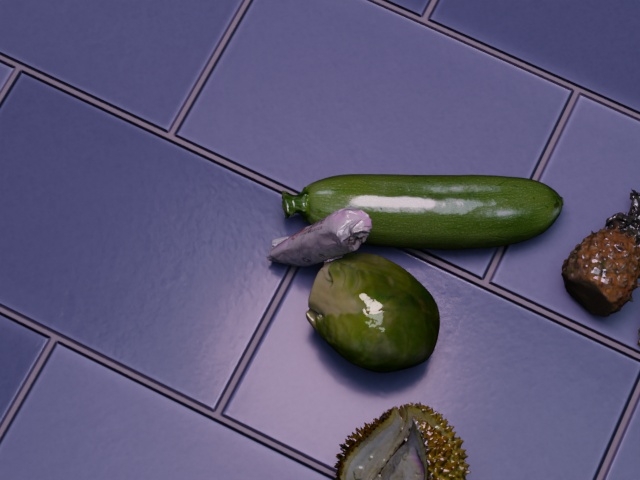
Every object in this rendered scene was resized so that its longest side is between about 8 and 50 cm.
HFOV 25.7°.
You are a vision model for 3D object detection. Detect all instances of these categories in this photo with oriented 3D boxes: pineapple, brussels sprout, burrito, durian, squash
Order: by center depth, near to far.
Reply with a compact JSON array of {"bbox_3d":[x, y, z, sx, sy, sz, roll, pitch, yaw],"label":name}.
[{"bbox_3d":[0.102,0.323,1.818,0.237,0.138,0.193,-33,60,34],"label":"durian"},{"bbox_3d":[0.072,0.098,1.877,0.181,0.143,0.161,13,57,2],"label":"brussels sprout"},{"bbox_3d":[0.000,0.001,1.890,0.064,0.203,0.064,10,72,-32],"label":"burrito"},{"bbox_3d":[0.416,0.010,1.938,0.108,0.108,0.197,36,65,11],"label":"pineapple"},{"bbox_3d":[0.143,-0.041,1.945,0.395,0.107,0.107,2,72,-1],"label":"squash"}]

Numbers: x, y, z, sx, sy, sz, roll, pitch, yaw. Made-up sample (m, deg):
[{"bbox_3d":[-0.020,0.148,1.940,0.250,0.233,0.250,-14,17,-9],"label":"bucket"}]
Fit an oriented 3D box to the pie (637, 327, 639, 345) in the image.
[{"bbox_3d":[0.611,0.163,1.897,0.297,0.078,0.371,-29,76,-9],"label":"pie"}]
